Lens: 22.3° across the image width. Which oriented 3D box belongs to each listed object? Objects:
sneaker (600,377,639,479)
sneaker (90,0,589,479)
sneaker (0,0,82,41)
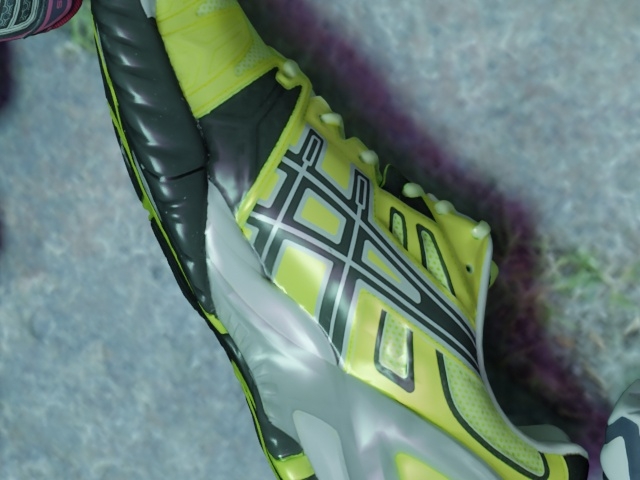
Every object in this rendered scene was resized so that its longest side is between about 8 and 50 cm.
[{"bbox_3d":[0.243,0.170,0.790,0.235,0.094,0.153,14,113,17],"label":"sneaker"},{"bbox_3d":[0.000,0.000,0.826,0.147,0.145,0.384,-26,94,-6],"label":"sneaker"},{"bbox_3d":[-0.161,-0.248,0.803,0.121,0.112,0.299,17,99,45],"label":"sneaker"}]
